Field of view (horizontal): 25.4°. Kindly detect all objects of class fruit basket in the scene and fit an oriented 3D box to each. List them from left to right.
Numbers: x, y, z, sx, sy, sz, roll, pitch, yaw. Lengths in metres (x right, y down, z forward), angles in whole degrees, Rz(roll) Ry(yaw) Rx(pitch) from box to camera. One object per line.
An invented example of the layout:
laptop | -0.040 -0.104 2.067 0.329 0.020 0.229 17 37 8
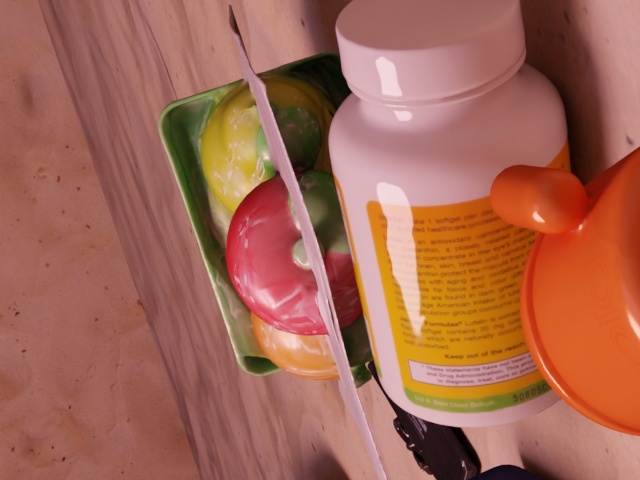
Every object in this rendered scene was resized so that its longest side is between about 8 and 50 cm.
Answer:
fruit basket | 0.000 0.000 1.035 0.353 0.165 0.327 -132 24 -72

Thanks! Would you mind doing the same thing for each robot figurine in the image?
robot figurine | 0.160 0.018 0.613 0.219 0.158 0.128 125 138 -74

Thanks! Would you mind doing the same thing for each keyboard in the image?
keyboard | 0.093 0.164 1.303 0.108 0.023 0.180 95 151 -48

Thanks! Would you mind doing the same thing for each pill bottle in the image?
pill bottle | 0.080 -0.024 0.827 0.136 0.136 0.246 48 155 54

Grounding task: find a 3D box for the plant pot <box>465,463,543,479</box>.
plant pot | 0.128 0.317 0.997 0.212 0.236 0.236 0 112 67
